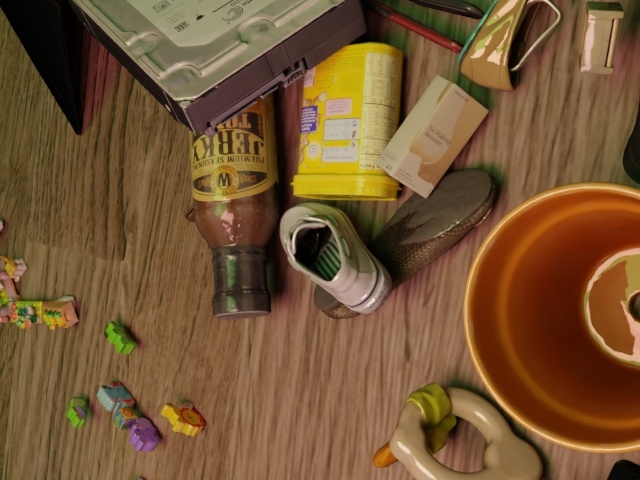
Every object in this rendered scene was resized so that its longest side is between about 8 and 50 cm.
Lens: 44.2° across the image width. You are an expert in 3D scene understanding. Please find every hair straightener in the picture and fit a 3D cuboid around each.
[{"bbox_3d":[0.094,-0.291,0.893,0.230,0.047,0.089,37,109,35],"label":"hair straightener"}]

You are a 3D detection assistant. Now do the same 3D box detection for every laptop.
[{"bbox_3d":[-0.371,-0.458,1.196,0.408,0.236,0.382,-40,66,7],"label":"laptop"}]

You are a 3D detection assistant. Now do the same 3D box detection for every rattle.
[{"bbox_3d":[0.158,0.250,0.809,0.199,0.130,0.143,26,117,6],"label":"rattle"}]

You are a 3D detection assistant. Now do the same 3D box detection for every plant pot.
[{"bbox_3d":[0.254,0.059,0.670,0.205,0.188,0.205,-1,89,35],"label":"plant pot"}]

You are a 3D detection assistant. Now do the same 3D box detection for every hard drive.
[{"bbox_3d":[-0.137,-0.277,0.934,0.236,0.064,0.339,-36,52,-11],"label":"hard drive"}]

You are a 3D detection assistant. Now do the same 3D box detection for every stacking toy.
[{"bbox_3d":[-0.273,0.250,1.131,0.221,0.052,0.167,44,111,31],"label":"stacking toy"}]

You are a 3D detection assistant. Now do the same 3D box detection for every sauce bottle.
[{"bbox_3d":[-0.103,-0.078,0.967,0.111,0.111,0.345,-14,77,35],"label":"sauce bottle"}]

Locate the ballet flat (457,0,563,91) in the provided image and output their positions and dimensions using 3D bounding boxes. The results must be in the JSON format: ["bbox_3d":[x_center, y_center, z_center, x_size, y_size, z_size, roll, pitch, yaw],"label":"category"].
[{"bbox_3d":[0.220,-0.256,0.782,0.073,0.080,0.232,36,118,21],"label":"ballet flat"}]

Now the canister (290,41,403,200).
[{"bbox_3d":[0.033,-0.133,0.907,0.126,0.073,0.170,3,89,36],"label":"canister"}]

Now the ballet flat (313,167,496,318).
[{"bbox_3d":[0.096,0.012,0.872,0.250,0.058,0.084,-40,35,22],"label":"ballet flat"}]

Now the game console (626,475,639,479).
[{"bbox_3d":[0.226,0.427,0.715,0.386,0.060,0.342,-34,83,30],"label":"game console"}]

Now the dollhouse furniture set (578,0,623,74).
[{"bbox_3d":[0.298,-0.260,0.715,0.101,0.161,0.182,6,119,13],"label":"dollhouse furniture set"}]

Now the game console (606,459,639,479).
[{"bbox_3d":[0.314,0.285,0.728,0.122,0.071,0.107,21,131,35],"label":"game console"}]

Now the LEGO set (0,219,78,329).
[{"bbox_3d":[-0.520,0.083,1.275,0.287,0.107,0.132,39,110,30],"label":"LEGO set"}]

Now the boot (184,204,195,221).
[{"bbox_3d":[-0.126,-0.002,1.040,0.106,0.037,0.114,-23,80,31],"label":"boot"}]

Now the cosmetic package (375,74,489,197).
[{"bbox_3d":[0.118,-0.110,0.835,0.115,0.060,0.041,-56,33,11],"label":"cosmetic package"}]

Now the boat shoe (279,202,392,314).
[{"bbox_3d":[0.000,0.000,0.878,0.083,0.075,0.226,-56,34,1],"label":"boat shoe"}]

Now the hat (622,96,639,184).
[{"bbox_3d":[0.389,-0.146,0.592,0.133,0.331,0.331,31,112,-11],"label":"hat"}]
